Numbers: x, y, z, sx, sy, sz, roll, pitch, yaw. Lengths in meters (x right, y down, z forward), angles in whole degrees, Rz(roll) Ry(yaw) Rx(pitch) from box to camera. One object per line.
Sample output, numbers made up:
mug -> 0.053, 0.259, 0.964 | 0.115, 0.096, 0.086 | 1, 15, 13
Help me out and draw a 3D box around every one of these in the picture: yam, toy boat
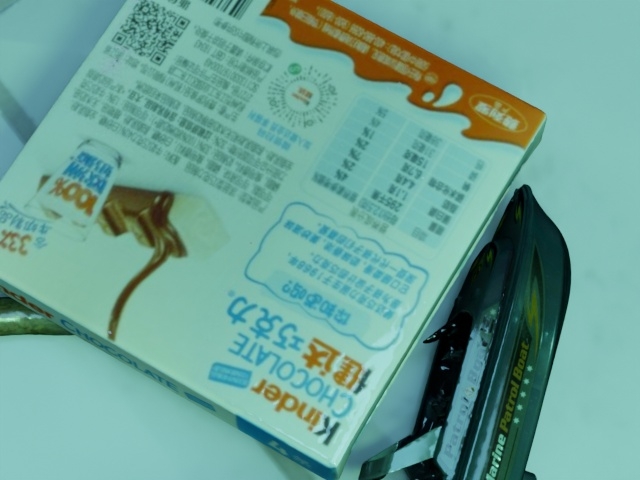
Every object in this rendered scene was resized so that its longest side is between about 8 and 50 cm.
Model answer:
yam -> -0.259, 0.050, 1.213 | 0.234, 0.027, 0.029 | -1, 104, -6
toy boat -> 0.097, 0.080, 1.212 | 0.103, 0.093, 0.246 | 19, 77, -10

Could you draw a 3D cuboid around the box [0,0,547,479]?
box -> -0.041, -0.029, 1.216 | 0.273, 0.048, 0.265 | 30, 72, 10
